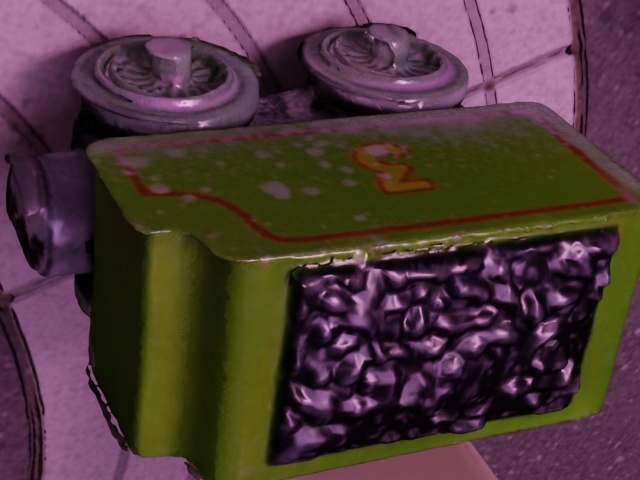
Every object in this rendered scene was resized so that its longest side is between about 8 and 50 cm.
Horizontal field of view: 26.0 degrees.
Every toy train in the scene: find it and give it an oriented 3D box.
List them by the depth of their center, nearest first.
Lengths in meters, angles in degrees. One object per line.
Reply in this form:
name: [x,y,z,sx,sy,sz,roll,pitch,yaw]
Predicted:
toy train: [0.000,0.000,0.732,0.307,0.249,0.173,-7,125,-24]

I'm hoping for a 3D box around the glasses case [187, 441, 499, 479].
glasses case: [0.017,0.142,0.787,0.144,0.336,0.076,2,123,-29]
